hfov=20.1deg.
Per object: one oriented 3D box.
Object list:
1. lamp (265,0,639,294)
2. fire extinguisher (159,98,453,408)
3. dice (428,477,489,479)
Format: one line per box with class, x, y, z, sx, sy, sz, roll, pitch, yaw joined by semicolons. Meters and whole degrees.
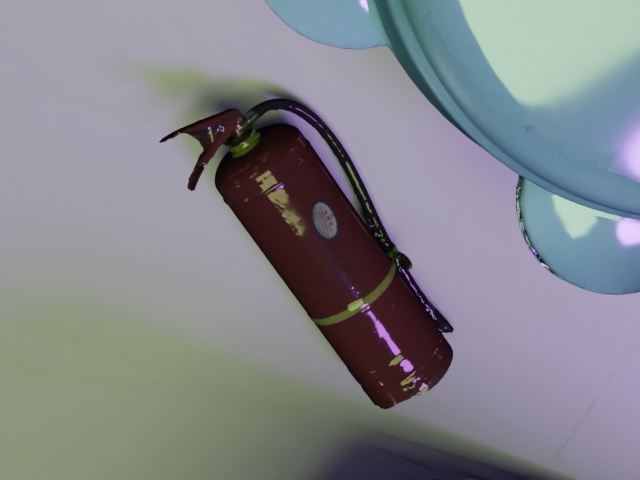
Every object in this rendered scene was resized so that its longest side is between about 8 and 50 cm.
lamp;0.131;-0.128;0.528;0.209;0.147;0.284;40;115;-20
fire extinguisher;0.000;0.000;0.640;0.056;0.039;0.132;-43;113;-20
dice;0.069;0.252;0.650;0.259;0.243;0.251;23;111;-10
